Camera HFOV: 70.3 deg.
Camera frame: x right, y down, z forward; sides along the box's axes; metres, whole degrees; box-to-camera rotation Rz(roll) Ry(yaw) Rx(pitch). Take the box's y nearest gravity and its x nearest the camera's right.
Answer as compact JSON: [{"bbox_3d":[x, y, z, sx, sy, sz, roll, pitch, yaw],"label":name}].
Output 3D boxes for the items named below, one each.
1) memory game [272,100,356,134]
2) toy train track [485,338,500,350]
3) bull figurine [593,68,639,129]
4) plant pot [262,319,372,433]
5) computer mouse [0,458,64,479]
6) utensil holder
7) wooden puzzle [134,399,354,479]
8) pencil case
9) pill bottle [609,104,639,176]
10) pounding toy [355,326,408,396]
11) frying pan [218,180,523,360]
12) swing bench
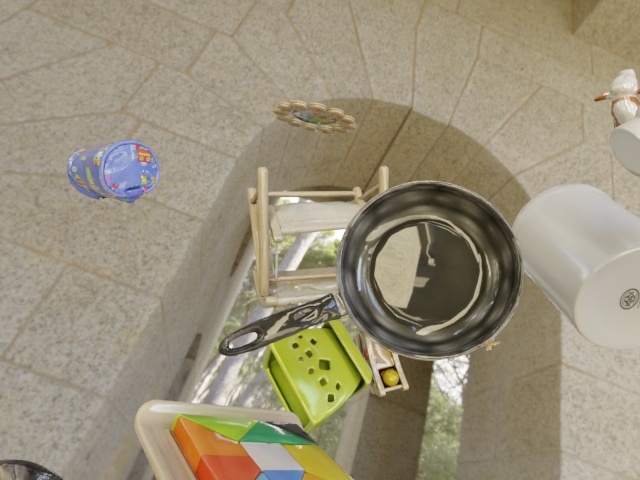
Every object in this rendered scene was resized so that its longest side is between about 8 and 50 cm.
[{"bbox_3d":[-0.013,-0.263,0.986,0.186,0.012,0.186,10,-3,1],"label":"memory game"},{"bbox_3d":[0.425,0.251,1.125,0.048,0.083,0.014,-19,-79,37],"label":"toy train track"},{"bbox_3d":[0.700,-0.210,0.955,0.188,0.310,0.101,0,-26,-46],"label":"bull figurine"},{"bbox_3d":[-0.006,0.345,1.191,0.228,0.207,0.227,56,-24,19],"label":"plant pot"},{"bbox_3d":[-0.316,0.361,0.589,0.184,0.060,0.262,-9,-50,3],"label":"computer mouse"},{"bbox_3d":[0.750,0.059,1.246,0.328,0.385,0.327,0,-64,1],"label":"utensil holder"},{"bbox_3d":[-0.050,0.230,0.451,0.221,0.044,0.239,21,2,-35],"label":"wooden puzzle"},{"bbox_3d":[-0.464,-0.148,1.005,0.306,0.119,0.133,8,-69,49],"label":"pencil case"},{"bbox_3d":[0.549,-0.183,0.663,0.208,0.117,0.117,-30,-48,7],"label":"pill bottle"},{"bbox_3d":[0.185,0.273,1.227,0.155,0.269,0.154,-10,-31,-11],"label":"pounding toy"},{"bbox_3d":[0.070,0.075,0.497,0.197,0.326,0.053,45,-2,18],"label":"frying pan"},{"bbox_3d":[0.000,0.000,0.882,0.253,0.254,0.165,-2,-9,-16],"label":"swing bench"}]
